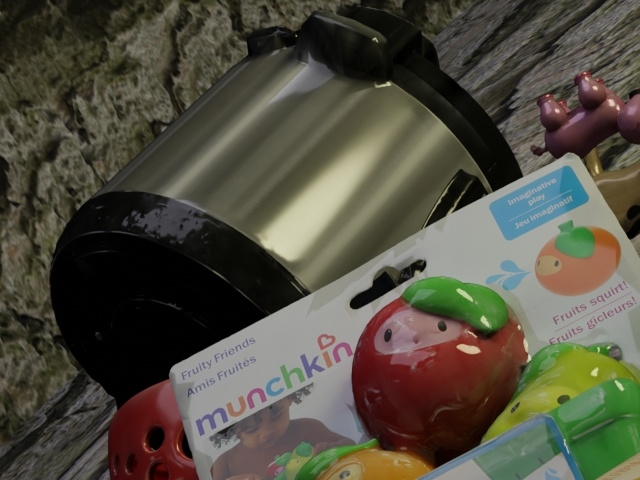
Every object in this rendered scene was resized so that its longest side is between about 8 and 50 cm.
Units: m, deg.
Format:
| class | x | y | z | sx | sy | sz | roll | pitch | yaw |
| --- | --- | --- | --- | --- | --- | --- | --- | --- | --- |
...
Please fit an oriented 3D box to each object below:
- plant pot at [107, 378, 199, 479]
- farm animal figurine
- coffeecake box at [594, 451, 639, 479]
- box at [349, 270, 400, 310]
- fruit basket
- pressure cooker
| class | x | y | z | sx | sy | sz | roll | pitch | yaw |
| --- | --- | --- | --- | --- | --- | --- | --- | --- | --- |
| plant pot | -0.068 | 0.218 | 1.337 | 0.191 | 0.191 | 0.174 | -32 | 53 | 29 |
| farm animal figurine | 0.356 | -0.103 | 1.386 | 0.327 | 0.172 | 0.330 | -20 | -18 | -12 |
| coffeecake box | 0.124 | 0.107 | 0.445 | 0.142 | 0.068 | 0.185 | -23 | 6 | -37 |
| box | 0.057 | 0.152 | 1.221 | 0.153 | 0.207 | 0.108 | -39 | 9 | 2 |
| fruit basket | 0.076 | 0.123 | 1.024 | 0.327 | 0.165 | 0.353 | -28 | 50 | 7 |
| pressure cooker | -0.005 | -0.003 | 1.610 | 0.420 | 0.375 | 0.370 | -47 | 12 | -36 |
